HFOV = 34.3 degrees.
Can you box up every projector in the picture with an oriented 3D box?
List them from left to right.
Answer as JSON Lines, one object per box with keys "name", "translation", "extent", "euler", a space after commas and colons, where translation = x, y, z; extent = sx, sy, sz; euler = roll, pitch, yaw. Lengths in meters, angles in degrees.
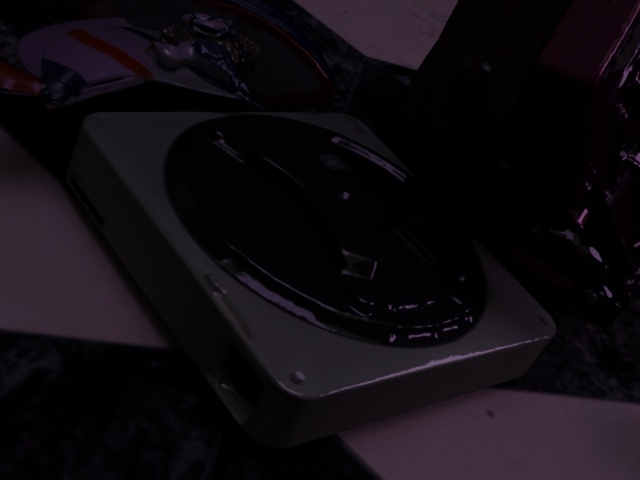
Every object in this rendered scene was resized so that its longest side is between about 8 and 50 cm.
{"name": "projector", "translation": [0.000, 0.000, 0.694], "extent": [0.259, 0.079, 0.257], "euler": [-7, 46, -44]}

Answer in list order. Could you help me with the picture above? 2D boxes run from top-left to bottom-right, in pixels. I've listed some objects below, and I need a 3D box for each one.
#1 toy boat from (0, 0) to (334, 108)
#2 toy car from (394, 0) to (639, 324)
{"name": "toy boat", "translation": [-0.140, -0.142, 0.775], "extent": [0.318, 0.071, 0.219], "euler": [-12, 35, -41]}
{"name": "toy car", "translation": [0.171, -0.108, 0.770], "extent": [0.240, 0.271, 0.341], "euler": [29, -7, 28]}
